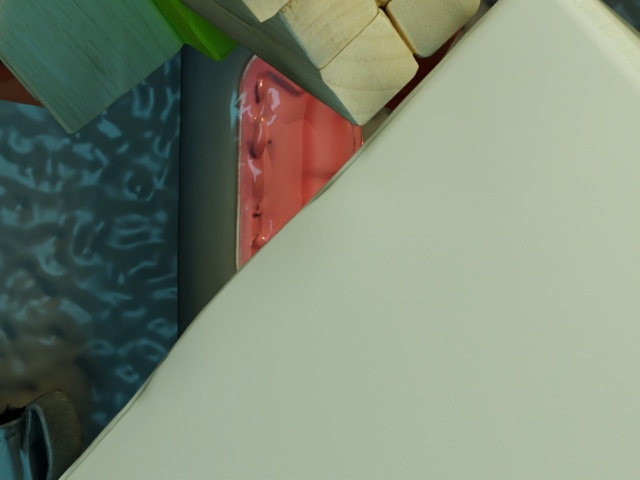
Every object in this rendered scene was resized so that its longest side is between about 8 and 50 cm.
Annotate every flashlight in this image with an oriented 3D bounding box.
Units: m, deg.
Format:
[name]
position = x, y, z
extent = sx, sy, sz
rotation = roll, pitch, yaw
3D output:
[flashlight]
position = 0.000, 0.000, 0.618
extent = 0.103, 0.103, 0.304
rotation = -5, 109, -25

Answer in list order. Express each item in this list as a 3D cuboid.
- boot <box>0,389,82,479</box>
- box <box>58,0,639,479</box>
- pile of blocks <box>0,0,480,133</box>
[boot]
position = -0.153, 0.184, 0.693
extent = 0.263, 0.091, 0.229
rotation = -25, 93, 24
[box]
position = 0.116, 0.109, 0.522
extent = 0.215, 0.168, 0.345
rotation = -48, 142, 15
[pile of blocks]
position = -0.076, -0.099, 0.540
extent = 0.362, 0.149, 0.112
rotation = 7, 148, 37
